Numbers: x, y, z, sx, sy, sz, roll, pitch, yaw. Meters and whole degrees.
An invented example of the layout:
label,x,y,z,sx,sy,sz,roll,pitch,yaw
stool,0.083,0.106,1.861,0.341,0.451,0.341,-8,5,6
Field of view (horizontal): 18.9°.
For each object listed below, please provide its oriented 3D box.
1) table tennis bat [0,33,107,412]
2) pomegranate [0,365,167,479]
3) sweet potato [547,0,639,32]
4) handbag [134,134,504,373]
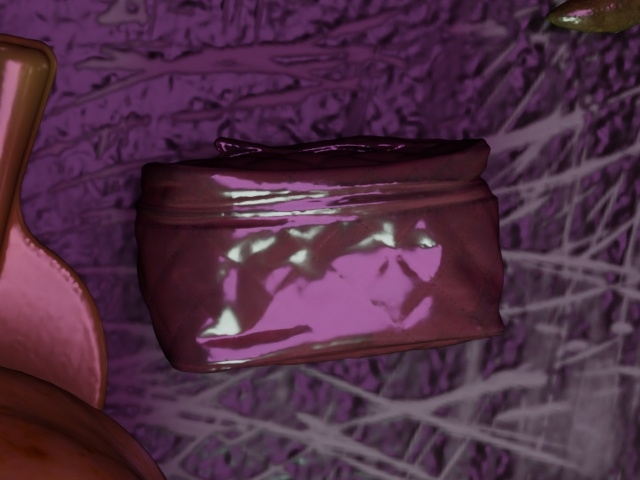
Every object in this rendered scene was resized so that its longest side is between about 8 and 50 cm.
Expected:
label,x,y,z,sx,sy,sz,roll,pitch,yaw
table tennis bat,-0.218,0.032,1.178,0.198,0.050,0.321,12,93,-13
pomegranate,-0.217,0.274,1.016,0.411,0.411,0.411,0,92,-12
sweet potato,0.218,-0.158,1.267,0.153,0.038,0.041,-5,115,-20
handbag,0.000,0.000,1.172,0.225,0.146,0.135,-5,96,-9
